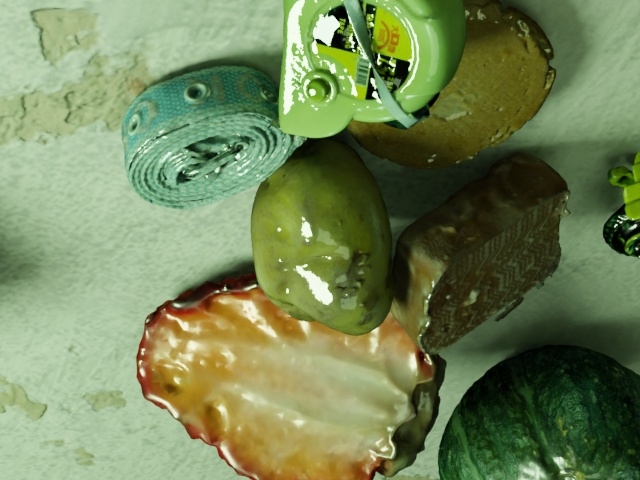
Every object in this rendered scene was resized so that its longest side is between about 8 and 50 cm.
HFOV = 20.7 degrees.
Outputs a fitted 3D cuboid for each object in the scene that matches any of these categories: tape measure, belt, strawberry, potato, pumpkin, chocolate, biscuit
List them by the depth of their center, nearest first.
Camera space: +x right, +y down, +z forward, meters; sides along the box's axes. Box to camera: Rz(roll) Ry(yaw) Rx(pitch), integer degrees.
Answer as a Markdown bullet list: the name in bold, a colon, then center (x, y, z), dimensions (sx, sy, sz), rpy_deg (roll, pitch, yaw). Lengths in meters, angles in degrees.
- **tape measure**: center (0.043, -0.187, 1.563), dimensions (0.175, 0.106, 0.200), rpy_deg (9, 120, 15)
- **belt**: center (-0.110, -0.096, 1.684), dimensions (0.147, 0.082, 0.163), rpy_deg (17, 135, -36)
- **biscuit**: center (0.122, -0.154, 1.699), dimensions (0.226, 0.042, 0.226), rpy_deg (-8, 140, -6)
- **potato**: center (0.004, -0.002, 1.757), dimensions (0.154, 0.137, 0.200), rpy_deg (2, 115, 35)
- **chocolate**: center (0.157, 0.013, 1.813), dimensions (0.214, 0.093, 0.148), rpy_deg (-30, 142, -25)
- **strawberry**: center (-0.031, 0.138, 1.933), dimensions (0.336, 0.149, 0.265), rpy_deg (14, 103, 0)
- **pumpkin**: center (0.268, 0.252, 2.068), dimensions (0.293, 0.263, 0.197), rpy_deg (-32, 131, 23)

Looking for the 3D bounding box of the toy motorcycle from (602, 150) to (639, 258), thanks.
- **toy motorcycle**: center (0.473, -0.016, 1.879), dimensions (0.342, 0.142, 0.206), rpy_deg (13, 134, -30)
